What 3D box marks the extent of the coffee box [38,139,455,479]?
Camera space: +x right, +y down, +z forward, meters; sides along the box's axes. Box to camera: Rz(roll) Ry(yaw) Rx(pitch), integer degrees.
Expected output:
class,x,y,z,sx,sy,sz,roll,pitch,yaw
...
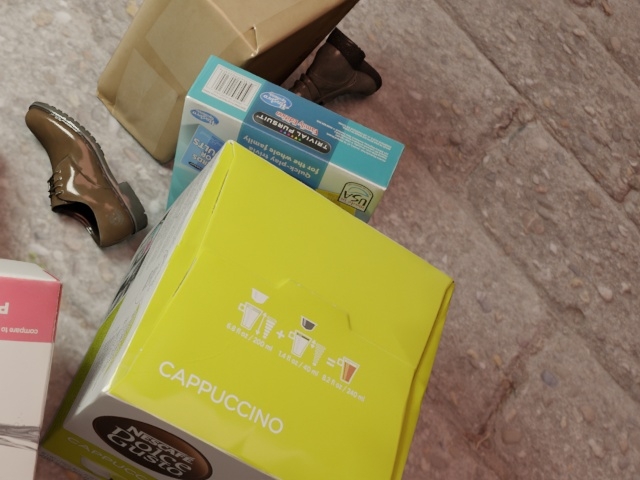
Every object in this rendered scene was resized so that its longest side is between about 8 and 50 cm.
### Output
class,x,y,z,sx,sy,sz,roll,pitch,yaw
coffee box,-0.091,0.154,1.081,0.337,0.334,0.338,31,56,-14

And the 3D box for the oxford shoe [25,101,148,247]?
class,x,y,z,sx,sy,sz,roll,pitch,yaw
oxford shoe,-0.339,-0.090,1.207,0.096,0.083,0.227,-37,88,-32

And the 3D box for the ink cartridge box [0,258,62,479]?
class,x,y,z,sx,sy,sz,roll,pitch,yaw
ink cartridge box,-0.364,0.164,0.938,0.117,0.207,0.283,9,90,-26

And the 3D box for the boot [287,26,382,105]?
class,x,y,z,sx,sy,sz,roll,pitch,yaw
boot,0.009,-0.251,1.466,0.083,0.246,0.161,44,97,14

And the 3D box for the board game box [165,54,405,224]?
class,x,y,z,sx,sy,sz,roll,pitch,yaw
board game box,-0.066,-0.055,1.157,0.253,0.336,0.079,25,57,0

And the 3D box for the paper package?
class,x,y,z,sx,sy,sz,roll,pitch,yaw
paper package,-0.124,-0.304,1.280,0.168,0.325,0.309,50,53,-2
